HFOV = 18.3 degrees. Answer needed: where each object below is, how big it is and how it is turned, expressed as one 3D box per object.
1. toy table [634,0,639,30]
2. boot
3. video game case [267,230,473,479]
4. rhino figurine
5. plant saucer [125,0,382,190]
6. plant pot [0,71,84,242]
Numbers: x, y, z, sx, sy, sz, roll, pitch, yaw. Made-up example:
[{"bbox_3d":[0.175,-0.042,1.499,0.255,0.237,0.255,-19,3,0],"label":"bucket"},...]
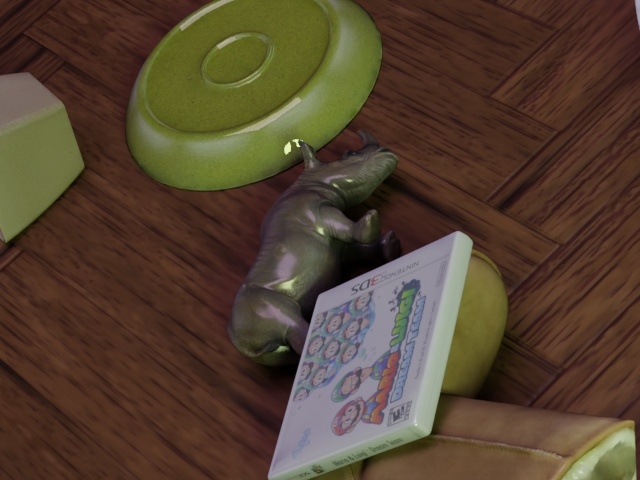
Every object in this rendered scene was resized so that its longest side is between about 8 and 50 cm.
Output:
[{"bbox_3d":[0.342,-0.212,1.426,0.161,0.252,0.274,-18,50,36],"label":"toy table"},{"bbox_3d":[0.114,0.115,1.264,0.269,0.089,0.236,4,61,61],"label":"boot"},{"bbox_3d":[0.033,0.079,1.316,0.143,0.019,0.157,-26,37,42],"label":"video game case"},{"bbox_3d":[0.000,0.000,1.506,0.106,0.073,0.243,-1,48,23],"label":"rhino figurine"},{"bbox_3d":[-0.066,-0.144,1.703,0.241,0.037,0.241,-15,45,15],"label":"plant saucer"},{"bbox_3d":[-0.268,-0.083,1.709,0.096,0.109,0.109,-30,41,-20],"label":"plant pot"}]
